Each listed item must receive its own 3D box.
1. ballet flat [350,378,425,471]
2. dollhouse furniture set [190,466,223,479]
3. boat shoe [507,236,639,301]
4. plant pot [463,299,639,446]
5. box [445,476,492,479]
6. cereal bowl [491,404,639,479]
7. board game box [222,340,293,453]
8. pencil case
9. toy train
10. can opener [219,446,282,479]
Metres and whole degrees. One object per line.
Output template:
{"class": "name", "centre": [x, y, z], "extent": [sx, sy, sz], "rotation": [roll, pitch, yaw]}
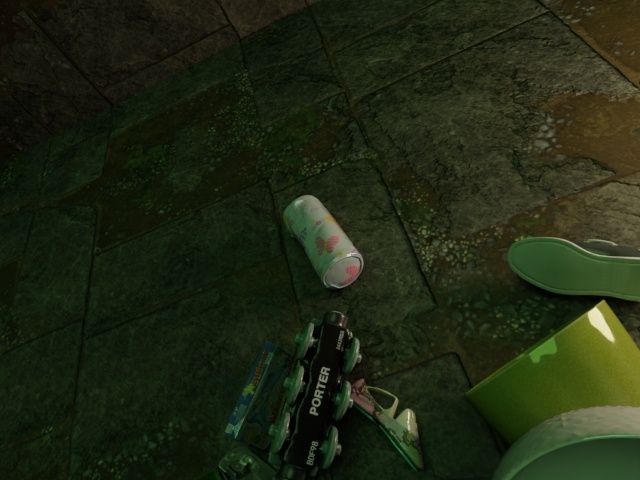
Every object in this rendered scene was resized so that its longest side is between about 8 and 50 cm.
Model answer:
{"class": "ballet flat", "centre": [0.134, 0.347, 0.943], "extent": [0.079, 0.076, 0.222], "rotation": [-44, 45, -13]}
{"class": "dollhouse furniture set", "centre": [-0.229, 0.635, 0.899], "extent": [0.197, 0.151, 0.301], "rotation": [-50, 63, 22]}
{"class": "boat shoe", "centre": [0.536, 0.054, 0.954], "extent": [0.303, 0.091, 0.114], "rotation": [17, 109, 33]}
{"class": "plant pot", "centre": [0.425, 0.290, 0.739], "extent": [0.275, 0.274, 0.293], "rotation": [-34, 67, -1]}
{"class": "box", "centre": [0.288, 0.484, 0.743], "extent": [0.153, 0.108, 0.206], "rotation": [-13, 52, 18]}
{"class": "cereal bowl", "centre": [0.371, 0.344, 0.573], "extent": [0.339, 0.338, 0.141], "rotation": [-6, 10, 22]}
{"class": "board game box", "centre": [-0.117, 0.336, 1.027], "extent": [0.035, 0.136, 0.201], "rotation": [8, 61, 31]}
{"class": "pencil case", "centre": [0.000, 0.000, 1.232], "extent": [0.124, 0.113, 0.273], "rotation": [-42, 48, 6]}
{"class": "toy train", "centre": [-0.017, 0.311, 0.972], "extent": [0.142, 0.190, 0.333], "rotation": [18, 67, -5]}
{"class": "can opener", "centre": [-0.091, 0.513, 0.942], "extent": [0.284, 0.095, 0.076], "rotation": [25, 26, 33]}
